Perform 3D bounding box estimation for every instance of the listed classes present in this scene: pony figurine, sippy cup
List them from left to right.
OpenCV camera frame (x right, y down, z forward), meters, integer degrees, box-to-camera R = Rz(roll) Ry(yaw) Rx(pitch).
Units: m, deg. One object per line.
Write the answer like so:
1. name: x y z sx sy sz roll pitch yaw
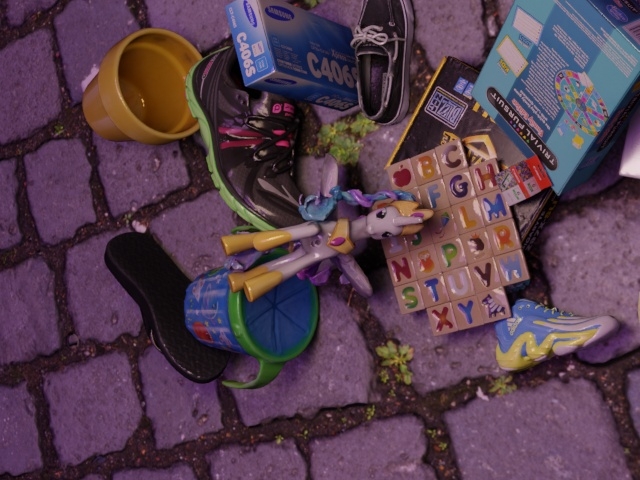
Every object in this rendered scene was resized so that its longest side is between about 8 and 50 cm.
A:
1. sippy cup: -0.161 0.140 2.101 0.224 0.240 0.305 -5 43 43
2. pony figurine: 0.000 0.000 1.877 0.351 0.363 0.302 -174 66 -76

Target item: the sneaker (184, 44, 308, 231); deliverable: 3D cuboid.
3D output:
1. sneaker: -0.130 -0.213 2.097 0.202 0.185 0.482 -36 72 30

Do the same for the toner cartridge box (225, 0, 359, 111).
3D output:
1. toner cartridge box: -0.036 -0.360 1.938 0.075 0.348 0.165 -22 78 30

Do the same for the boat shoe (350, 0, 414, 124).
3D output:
1. boat shoe: 0.112 -0.386 1.985 0.113 0.105 0.306 4 91 33

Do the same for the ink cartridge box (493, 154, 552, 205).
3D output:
1. ink cartridge box: 0.351 -0.104 1.736 0.063 0.029 0.115 63 160 1

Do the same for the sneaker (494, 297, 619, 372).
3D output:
1. sneaker: 0.409 0.150 1.792 0.240 0.091 0.126 -26 75 31

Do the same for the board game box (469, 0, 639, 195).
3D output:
1. board game box: 0.398 -0.274 1.620 0.253 0.079 0.336 54 152 21

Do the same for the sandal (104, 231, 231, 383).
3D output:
1. sandal: -0.344 0.160 2.268 0.446 0.168 0.107 51 140 31

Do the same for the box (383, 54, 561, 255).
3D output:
1. box: 0.311 -0.162 1.871 0.322 0.079 0.257 37 107 28

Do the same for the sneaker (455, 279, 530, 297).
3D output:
1. sneaker: 0.315 0.070 1.883 0.166 0.065 0.076 -20 61 29

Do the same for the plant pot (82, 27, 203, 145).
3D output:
1. plant pot: -0.412 -0.326 2.259 0.239 0.254 0.254 -14 81 48

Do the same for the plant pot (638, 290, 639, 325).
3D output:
1. plant pot: 0.661 0.100 1.532 0.276 0.254 0.276 0 90 33

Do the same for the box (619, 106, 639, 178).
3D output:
1. box: 0.592 -0.180 1.677 0.130 0.091 0.170 14 97 33

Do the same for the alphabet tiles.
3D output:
1. alphabet tiles: 0.237 -0.003 1.871 0.285 0.011 0.342 -19 83 37

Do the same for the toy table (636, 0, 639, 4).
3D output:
1. toy table: 0.576 -0.399 1.618 0.161 0.252 0.274 -2 55 24
